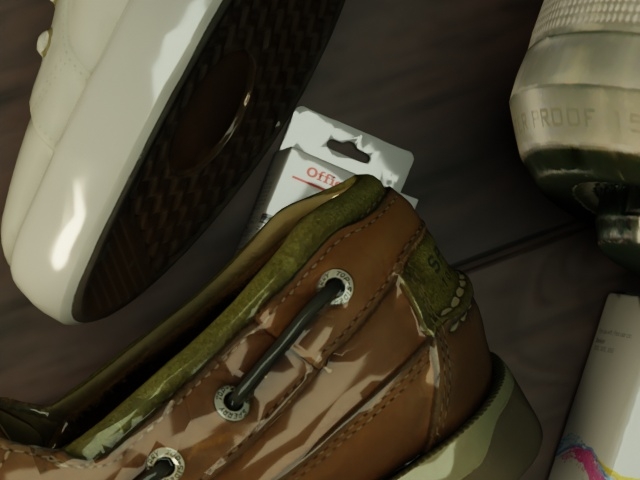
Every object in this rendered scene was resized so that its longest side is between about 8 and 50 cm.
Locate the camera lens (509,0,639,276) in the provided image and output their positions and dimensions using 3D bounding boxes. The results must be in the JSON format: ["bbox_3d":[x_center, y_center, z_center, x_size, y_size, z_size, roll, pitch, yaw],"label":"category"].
[{"bbox_3d":[0.195,-0.104,0.532,0.219,0.219,0.274,20,86,-11],"label":"camera lens"}]

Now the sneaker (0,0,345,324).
[{"bbox_3d":[-0.049,-0.119,0.559,0.123,0.106,0.290,24,88,16],"label":"sneaker"}]

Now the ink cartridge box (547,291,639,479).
[{"bbox_3d":[0.129,0.088,0.604,0.088,0.052,0.122,19,85,-11],"label":"ink cartridge box"}]

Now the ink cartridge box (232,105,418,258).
[{"bbox_3d":[0.000,0.000,0.589,0.048,0.028,0.083,22,85,-11],"label":"ink cartridge box"}]

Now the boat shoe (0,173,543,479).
[{"bbox_3d":[-0.087,0.090,0.524,0.307,0.111,0.104,-33,104,-11],"label":"boat shoe"}]
